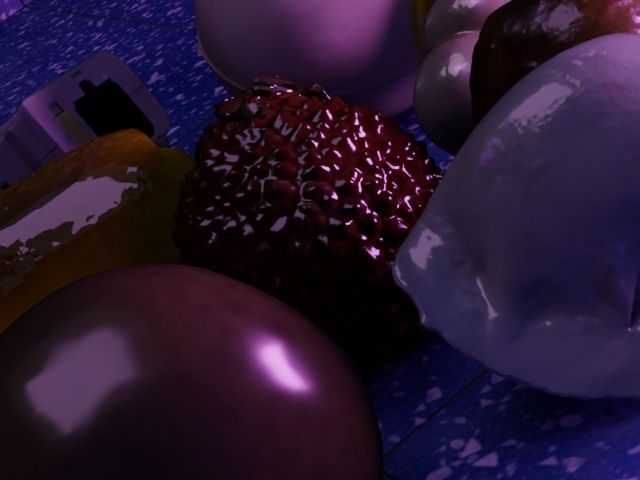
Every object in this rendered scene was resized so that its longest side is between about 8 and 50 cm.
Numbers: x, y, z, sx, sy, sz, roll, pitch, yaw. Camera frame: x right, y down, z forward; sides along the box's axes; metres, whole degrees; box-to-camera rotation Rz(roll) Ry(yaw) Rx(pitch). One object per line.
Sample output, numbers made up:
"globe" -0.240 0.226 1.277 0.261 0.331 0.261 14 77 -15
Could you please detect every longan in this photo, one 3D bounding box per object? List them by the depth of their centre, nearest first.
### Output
"longan" -0.117 0.165 1.146 0.318 0.319 0.319 -26 24 12

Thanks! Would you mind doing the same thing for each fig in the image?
"fig" 0.294 -0.155 1.449 0.320 0.217 0.217 -20 13 -36

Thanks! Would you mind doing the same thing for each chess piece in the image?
"chess piece" 0.185 -0.235 1.667 0.182 0.182 0.330 -13 49 37

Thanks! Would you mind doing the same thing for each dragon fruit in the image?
"dragon fruit" -0.045 -0.091 1.676 0.182 0.189 0.182 -6 52 7

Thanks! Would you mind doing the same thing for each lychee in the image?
"lychee" 0.000 0.000 1.391 0.264 0.300 0.264 -6 73 18

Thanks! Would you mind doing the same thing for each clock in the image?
"clock" -0.367 -0.073 2.017 0.309 0.166 0.235 -37 6 31

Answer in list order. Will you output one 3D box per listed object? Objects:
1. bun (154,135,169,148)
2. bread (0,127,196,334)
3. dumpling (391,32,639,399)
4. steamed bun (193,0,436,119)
"bun" -0.268 -0.129 2.186 0.115 0.069 0.115 -25 23 11
"bread" -0.283 0.027 1.745 0.376 0.208 0.251 -30 27 -7
"dumpling" 0.245 -0.026 1.221 0.321 0.270 0.212 -52 -3 11
"steamed bun" 0.007 -0.294 1.874 0.333 0.334 0.374 -25 39 14
